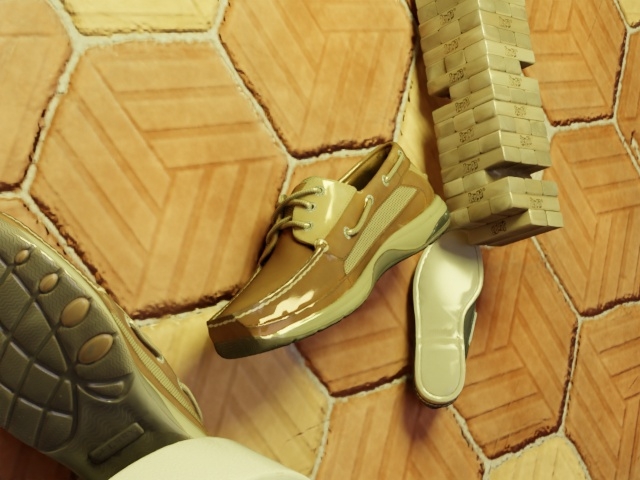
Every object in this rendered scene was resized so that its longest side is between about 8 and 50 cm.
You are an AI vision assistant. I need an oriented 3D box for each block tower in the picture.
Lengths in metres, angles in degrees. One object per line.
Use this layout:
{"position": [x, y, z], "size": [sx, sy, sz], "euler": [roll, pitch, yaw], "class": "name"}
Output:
{"position": [0.180, -0.168, 1.204], "size": [0.091, 0.097, 0.336], "euler": [2, 74, -44], "class": "block tower"}

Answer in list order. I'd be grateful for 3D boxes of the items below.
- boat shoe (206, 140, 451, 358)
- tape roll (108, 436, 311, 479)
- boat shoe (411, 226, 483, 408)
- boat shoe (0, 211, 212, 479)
{"position": [0.000, 0.000, 1.048], "size": [0.324, 0.122, 0.120], "euler": [-37, 104, -47], "class": "boat shoe"}
{"position": [-0.121, 0.339, 0.808], "size": [0.392, 0.072, 0.392], "euler": [-36, 136, -45], "class": "tape roll"}
{"position": [0.134, 0.086, 1.201], "size": [0.075, 0.065, 0.206], "euler": [8, 66, 4], "class": "boat shoe"}
{"position": [-0.187, 0.103, 0.863], "size": [0.123, 0.116, 0.324], "euler": [-29, 119, 1], "class": "boat shoe"}
